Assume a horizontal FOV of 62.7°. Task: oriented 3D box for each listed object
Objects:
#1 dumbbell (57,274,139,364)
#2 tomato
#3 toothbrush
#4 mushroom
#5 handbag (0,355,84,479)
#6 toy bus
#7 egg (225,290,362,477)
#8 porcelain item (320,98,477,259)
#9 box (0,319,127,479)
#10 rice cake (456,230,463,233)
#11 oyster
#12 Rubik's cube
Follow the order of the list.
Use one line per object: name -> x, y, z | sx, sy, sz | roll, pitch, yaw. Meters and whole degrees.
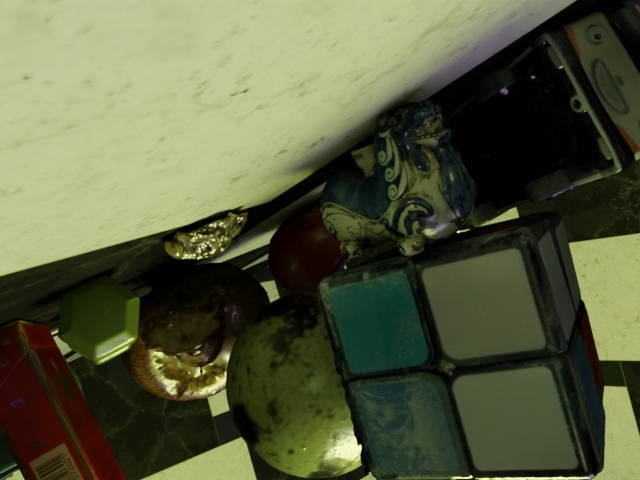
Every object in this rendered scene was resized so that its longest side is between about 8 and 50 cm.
dumbbell -> -0.358, 0.138, 0.858 | 0.121, 0.108, 0.302 | -27, 178, -27
tomato -> -0.002, -0.002, 1.236 | 0.289, 0.176, 0.335 | -49, 176, 3
toothbrush -> -0.455, 0.147, 1.034 | 0.269, 0.021, 0.027 | -26, -170, -35
mushroom -> -0.241, 0.204, 1.147 | 0.356, 0.334, 0.331 | 9, -142, 45
handbag -> -0.591, 0.330, 0.986 | 0.263, 0.222, 0.241 | -22, 174, -38
toy bus -> 0.360, -0.181, 0.856 | 0.249, 0.209, 0.440 | -27, 177, -13
egg -> -0.010, 0.284, 1.036 | 0.345, 0.345, 0.428 | -27, 154, -19
porcelain item -> 0.091, -0.077, 0.743 | 0.138, 0.186, 0.288 | -25, -171, -24
box -> -0.415, 0.282, 0.810 | 0.089, 0.313, 0.197 | -27, 178, -18
rice cake -> 0.222, -0.099, 1.075 | 0.124, 0.211, 0.038 | -27, 174, 1
oyster -> -0.168, 0.001, 0.774 | 0.148, 0.051, 0.103 | -12, 160, -42
Rubik's cube -> 0.229, 0.147, 0.804 | 0.318, 0.316, 0.313 | -14, 180, 30
